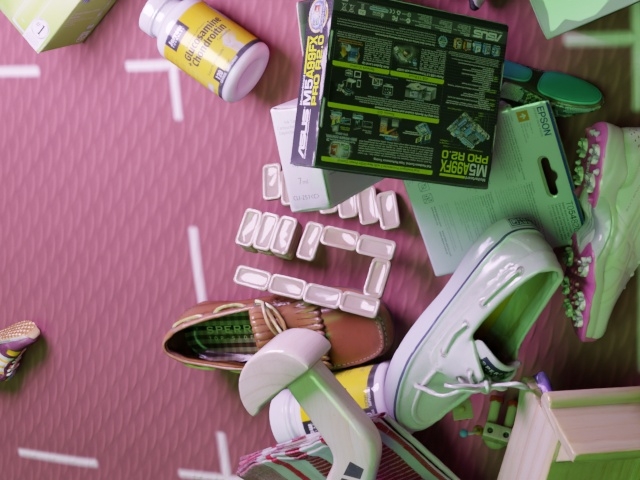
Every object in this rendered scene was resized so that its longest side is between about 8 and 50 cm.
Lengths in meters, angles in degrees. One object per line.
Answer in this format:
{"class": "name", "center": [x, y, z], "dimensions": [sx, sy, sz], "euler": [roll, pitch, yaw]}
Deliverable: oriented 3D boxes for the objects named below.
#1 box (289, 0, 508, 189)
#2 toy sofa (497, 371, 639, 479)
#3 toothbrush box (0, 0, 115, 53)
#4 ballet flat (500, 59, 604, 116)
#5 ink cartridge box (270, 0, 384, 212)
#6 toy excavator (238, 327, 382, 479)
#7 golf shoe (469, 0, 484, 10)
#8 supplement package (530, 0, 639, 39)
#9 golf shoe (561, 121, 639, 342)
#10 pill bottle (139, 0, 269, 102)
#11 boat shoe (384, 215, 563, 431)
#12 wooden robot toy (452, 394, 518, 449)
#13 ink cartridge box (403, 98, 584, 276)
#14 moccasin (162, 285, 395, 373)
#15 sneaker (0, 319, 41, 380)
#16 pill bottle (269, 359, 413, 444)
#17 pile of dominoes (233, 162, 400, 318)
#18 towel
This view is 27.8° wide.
{"class": "box", "center": [0.102, -0.184, 1.611], "dimensions": [0.060, 0.270, 0.216], "euler": [12, 96, 58]}
{"class": "toy sofa", "center": [0.345, 0.357, 1.794], "dimensions": [0.150, 0.177, 0.362], "euler": [-1, 124, -15]}
{"class": "toothbrush box", "center": [-0.383, -0.456, 1.951], "dimensions": [0.283, 0.122, 0.206], "euler": [-43, 85, 29]}
{"class": "ballet flat", "center": [0.288, -0.198, 1.736], "dimensions": [0.188, 0.070, 0.070], "euler": [23, 115, 21]}
{"class": "ink cartridge box", "center": [0.030, -0.199, 1.721], "dimensions": [0.066, 0.296, 0.261], "euler": [-4, 103, 28]}
{"class": "toy excavator", "center": [0.050, 0.387, 1.796], "dimensions": [0.433, 0.222, 0.445], "euler": [28, 118, 14]}
{"class": "golf shoe", "center": [0.147, -0.373, 1.740], "dimensions": [0.186, 0.067, 0.086], "euler": [27, 118, 17]}
{"class": "supplement package", "center": [0.357, -0.338, 1.623], "dimensions": [0.179, 0.105, 0.105], "euler": [-21, 96, 30]}
{"class": "golf shoe", "center": [0.398, -0.004, 1.699], "dimensions": [0.140, 0.115, 0.306], "euler": [0, 114, -8]}
{"class": "pill bottle", "center": [-0.174, -0.292, 1.906], "dimensions": [0.184, 0.103, 0.103], "euler": [36, 118, 12]}
{"class": "boat shoe", "center": [0.221, 0.154, 1.759], "dimensions": [0.367, 0.136, 0.156], "euler": [-58, 42, 25]}
{"class": "wooden robot toy", "center": [0.270, 0.277, 1.896], "dimensions": [0.173, 0.079, 0.076], "euler": [17, 69, 8]}
{"class": "ink cartridge box", "center": [0.232, -0.075, 1.767], "dimensions": [0.224, 0.045, 0.223], "euler": [-13, 114, 17]}
{"class": "moccasin", "center": [-0.068, 0.141, 1.964], "dimensions": [0.380, 0.147, 0.139], "euler": [2, 107, 26]}
{"class": "sneaker", "center": [-0.547, 0.200, 2.278], "dimensions": [0.185, 0.069, 0.084], "euler": [-18, 106, 36]}
{"class": "pill bottle", "center": [0.035, 0.257, 1.966], "dimensions": [0.208, 0.119, 0.119], "euler": [-16, 98, 30]}
{"class": "pile of dominoes", "center": [0.000, 0.000, 1.920], "dimensions": [0.251, 0.040, 0.196], "euler": [14, 78, 22]}
{"class": "towel", "center": [0.053, 0.374, 1.955], "dimensions": [0.237, 0.037, 0.329], "euler": [43, 136, -21]}
